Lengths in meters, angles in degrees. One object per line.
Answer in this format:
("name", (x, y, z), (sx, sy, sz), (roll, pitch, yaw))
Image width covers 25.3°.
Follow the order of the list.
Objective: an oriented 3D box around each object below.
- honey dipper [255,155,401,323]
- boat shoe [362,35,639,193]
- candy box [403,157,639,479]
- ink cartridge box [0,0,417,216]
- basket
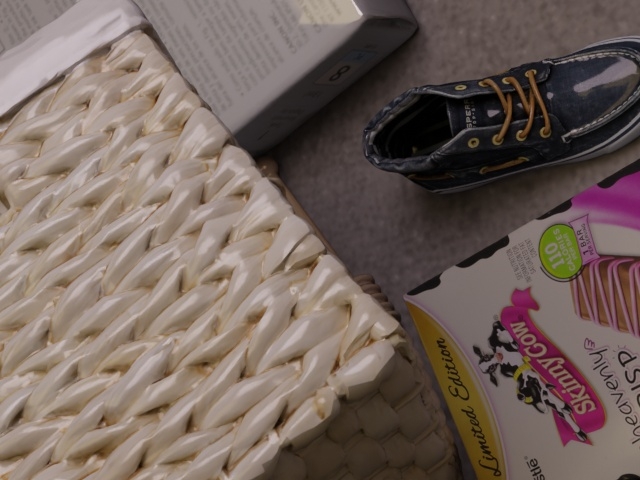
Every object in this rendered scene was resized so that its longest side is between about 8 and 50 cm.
("honey dipper", (0.000, 0.000, 0.952), (0.030, 0.030, 0.160), (-47, 59, 21))
("boat shoe", (0.116, -0.074, 0.845), (0.183, 0.083, 0.065), (-23, 73, 31))
("candy box", (0.179, 0.049, 0.797), (0.233, 0.071, 0.159), (-33, 68, 28))
("ink cartridge box", (-0.161, -0.164, 1.017), (0.385, 0.091, 0.308), (-37, 77, 27))
("basket", (-0.125, 0.110, 0.796), (0.328, 0.331, 0.266), (-39, 66, -7))
